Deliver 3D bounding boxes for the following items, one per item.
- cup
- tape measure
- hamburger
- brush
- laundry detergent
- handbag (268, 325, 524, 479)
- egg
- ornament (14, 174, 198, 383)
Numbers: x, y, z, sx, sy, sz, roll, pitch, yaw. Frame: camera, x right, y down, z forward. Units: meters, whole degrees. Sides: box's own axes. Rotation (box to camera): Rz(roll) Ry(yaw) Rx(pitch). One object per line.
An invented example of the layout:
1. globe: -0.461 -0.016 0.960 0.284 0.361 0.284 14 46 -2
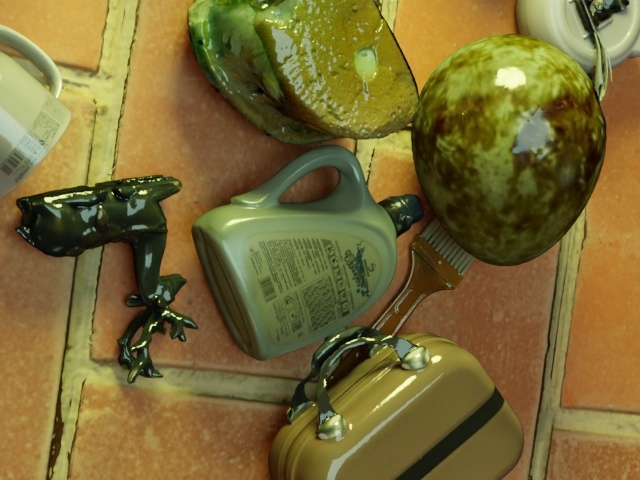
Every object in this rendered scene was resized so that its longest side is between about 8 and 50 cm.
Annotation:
1. cup: -0.351 -0.152 1.706 0.142 0.134 0.173 44 75 -21
2. tape measure: 0.348 -0.296 2.071 0.178 0.105 0.196 -39 111 -19
3. hamburger: -0.032 -0.216 1.844 0.192 0.168 0.288 -36 109 -22
4. brush: 0.100 0.090 2.021 0.090 0.017 0.314 43 75 -20
5. laundry detergent: 0.000 0.000 1.908 0.280 0.105 0.215 -30 113 -21
6. handbag: 0.076 0.235 1.936 0.302 0.149 0.283 -36 112 -18
7. egg: 0.231 -0.108 1.949 0.238 0.238 0.289 -13 106 -26
8. ornament: -0.238 0.054 1.807 0.202 0.080 0.236 -11 99 -30
